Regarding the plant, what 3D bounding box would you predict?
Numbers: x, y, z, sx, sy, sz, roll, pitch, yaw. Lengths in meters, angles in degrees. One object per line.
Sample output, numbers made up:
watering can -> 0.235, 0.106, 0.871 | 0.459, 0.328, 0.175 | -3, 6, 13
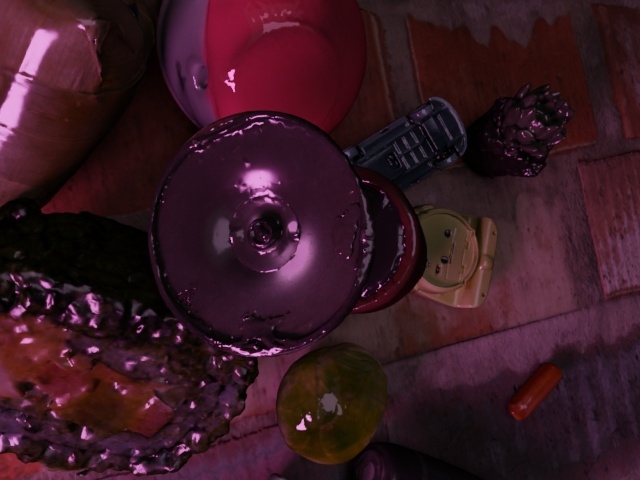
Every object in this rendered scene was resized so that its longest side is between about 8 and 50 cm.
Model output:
plant -> 0.343, -0.183, 0.949 | 0.129, 0.194, 0.132 | 31, 74, -10

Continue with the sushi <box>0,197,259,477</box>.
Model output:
sushi -> -0.260, 0.137, 0.654 | 0.352, 0.178, 0.294 | 23, 112, -24

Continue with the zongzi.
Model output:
zongzi -> -0.355, -0.204, 0.739 | 0.174, 0.392, 0.356 | 35, 113, -19

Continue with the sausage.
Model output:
sausage -> 0.398, 0.281, 1.006 | 0.131, 0.041, 0.039 | -38, 103, -19

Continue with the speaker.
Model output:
speaker -> -0.086, -0.262, 0.750 | 0.295, 0.294, 0.293 | 2, 84, -20

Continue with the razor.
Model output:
razor -> 0.190, 0.468, 0.874 | 0.349, 0.113, 0.204 | 29, 77, -18

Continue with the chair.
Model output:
chair -> 0.000, 0.000, 0.668 | 0.227, 0.401, 0.226 | -1, 88, 19

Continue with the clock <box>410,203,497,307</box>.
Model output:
clock -> 0.191, 0.017, 0.940 | 0.232, 0.069, 0.169 | 16, 80, -18

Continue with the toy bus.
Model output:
toy bus -> 0.112, -0.131, 0.897 | 0.265, 0.120, 0.121 | -35, 98, -18

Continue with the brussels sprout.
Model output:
brussels sprout -> 0.017, 0.240, 0.818 | 0.162, 0.143, 0.180 | 20, 54, 2

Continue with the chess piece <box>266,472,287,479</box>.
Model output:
chess piece -> -0.111, 0.481, 0.737 | 0.194, 0.195, 0.299 | 47, 63, -10
